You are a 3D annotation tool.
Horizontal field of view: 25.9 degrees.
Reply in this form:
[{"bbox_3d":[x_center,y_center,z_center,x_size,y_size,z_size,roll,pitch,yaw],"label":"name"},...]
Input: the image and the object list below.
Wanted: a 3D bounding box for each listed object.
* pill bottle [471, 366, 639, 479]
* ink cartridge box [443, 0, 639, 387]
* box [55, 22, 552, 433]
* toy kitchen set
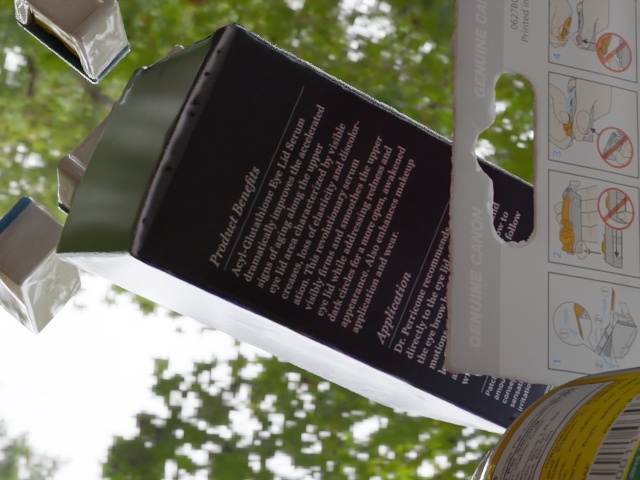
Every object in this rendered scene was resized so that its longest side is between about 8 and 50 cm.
[{"bbox_3d":[0.117,0.097,0.450,0.208,0.117,0.117,144,-52,-74],"label":"pill bottle"},{"bbox_3d":[0.146,-0.013,0.576,0.056,0.225,0.181,139,-43,-65],"label":"ink cartridge box"},{"bbox_3d":[0.000,0.000,0.656,0.108,0.207,0.153,-68,-161,-9],"label":"box"},{"bbox_3d":[-0.203,-0.072,1.015,0.166,0.122,0.207,38,-110,8],"label":"toy kitchen set"}]
